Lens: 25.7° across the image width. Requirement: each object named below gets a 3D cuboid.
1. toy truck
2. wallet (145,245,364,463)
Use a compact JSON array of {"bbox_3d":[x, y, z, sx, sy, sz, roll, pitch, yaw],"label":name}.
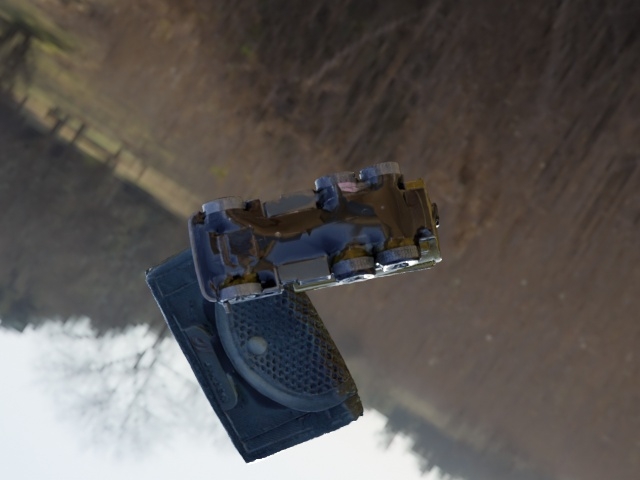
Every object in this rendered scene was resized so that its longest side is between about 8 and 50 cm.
[{"bbox_3d":[0.000,0.000,0.692,0.123,0.052,0.063,-12,170,-1],"label":"toy truck"},{"bbox_3d":[-0.039,0.058,0.784,0.129,0.088,0.026,62,-153,-5],"label":"wallet"}]
